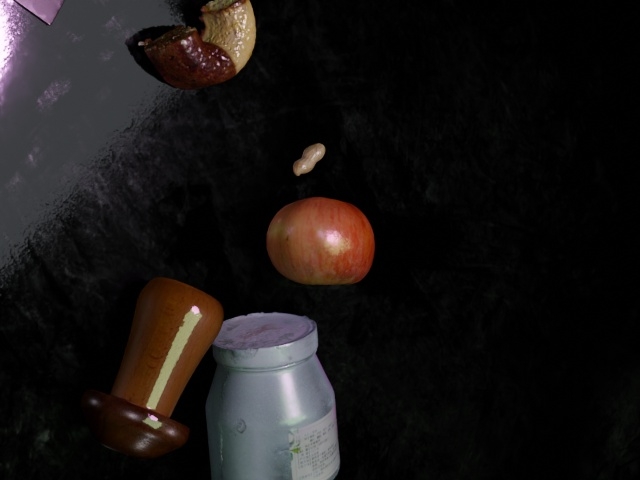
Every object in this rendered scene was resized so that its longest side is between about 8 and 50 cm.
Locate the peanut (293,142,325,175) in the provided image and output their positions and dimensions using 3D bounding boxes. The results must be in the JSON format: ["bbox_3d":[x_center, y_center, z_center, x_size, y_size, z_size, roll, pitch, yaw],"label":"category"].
[{"bbox_3d":[-0.022,-0.156,2.033,0.083,0.037,0.037,-52,128,-25],"label":"peanut"}]

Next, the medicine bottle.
[{"bbox_3d":[-0.095,0.296,1.923,0.245,0.245,0.290,-19,111,-39],"label":"medicine bottle"}]

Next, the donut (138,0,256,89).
[{"bbox_3d":[-0.185,-0.339,1.813,0.217,0.085,0.141,-46,126,-28],"label":"donut"}]

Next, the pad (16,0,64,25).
[{"bbox_3d":[-0.465,-0.461,1.584,0.245,0.006,0.170,35,74,-41],"label":"pad"}]

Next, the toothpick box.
[{"bbox_3d":[-0.281,0.221,1.781,0.192,0.192,0.294,36,67,-41],"label":"toothpick box"}]

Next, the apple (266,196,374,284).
[{"bbox_3d":[0.000,0.000,1.982,0.209,0.209,0.164,1,94,-43],"label":"apple"}]
